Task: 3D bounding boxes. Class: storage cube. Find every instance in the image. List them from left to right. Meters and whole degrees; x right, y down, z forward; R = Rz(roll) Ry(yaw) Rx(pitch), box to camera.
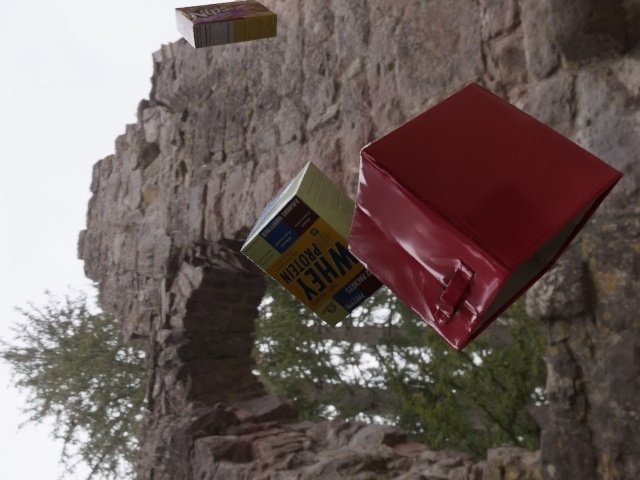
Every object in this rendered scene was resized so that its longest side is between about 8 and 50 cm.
[{"bbox_3d":[0.168,-0.028,0.558,0.215,0.193,0.183,-35,-27,-23],"label":"storage cube"}]

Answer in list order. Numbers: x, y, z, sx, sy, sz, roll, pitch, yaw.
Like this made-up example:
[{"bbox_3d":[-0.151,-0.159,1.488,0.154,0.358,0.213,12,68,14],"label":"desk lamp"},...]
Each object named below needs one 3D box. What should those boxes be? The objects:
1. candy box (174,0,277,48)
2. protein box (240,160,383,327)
[{"bbox_3d":[-0.199,-0.461,1.032,0.187,0.109,0.053,-19,-42,-26],"label":"candy box"},{"bbox_3d":[0.000,0.000,0.847,0.201,0.136,0.200,41,-159,-12],"label":"protein box"}]
